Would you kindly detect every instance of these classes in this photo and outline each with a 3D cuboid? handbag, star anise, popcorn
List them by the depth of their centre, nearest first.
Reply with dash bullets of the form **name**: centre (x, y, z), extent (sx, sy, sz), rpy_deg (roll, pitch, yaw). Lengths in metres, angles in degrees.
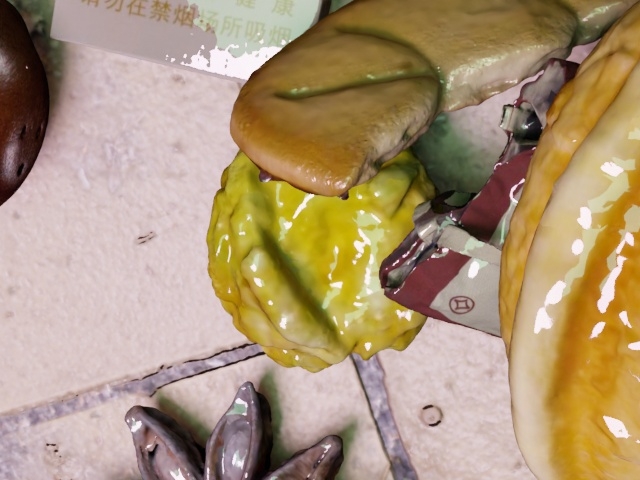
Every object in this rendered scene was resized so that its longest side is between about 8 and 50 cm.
- **handbag**: centre (0.182, -0.009, 1.125), extent (0.235, 0.127, 0.213), rpy_deg (24, 109, -35)
- **popcorn**: centre (0.002, -0.001, 1.176), extent (0.198, 0.155, 0.197), rpy_deg (0, 91, -5)
- **star anise**: centre (-0.071, 0.236, 1.256), extent (0.236, 0.109, 0.223), rpy_deg (-15, 70, 17)

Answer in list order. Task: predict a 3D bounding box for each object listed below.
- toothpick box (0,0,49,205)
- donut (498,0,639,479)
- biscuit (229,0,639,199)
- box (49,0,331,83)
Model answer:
- **toothpick box**: centre (-0.351, -0.118, 1.197), extent (0.294, 0.192, 0.192), rpy_deg (18, 106, 11)
- **donut**: centre (0.293, 0.009, 0.995), extent (0.198, 0.449, 0.448), rpy_deg (39, 112, 43)
- **biscuit**: centre (0.072, -0.132, 1.115), extent (0.299, 0.154, 0.045), rpy_deg (-32, 137, -17)
- **box**: centre (-0.069, -0.305, 1.166), extent (0.205, 0.051, 0.365), rpy_deg (14, 105, 8)
